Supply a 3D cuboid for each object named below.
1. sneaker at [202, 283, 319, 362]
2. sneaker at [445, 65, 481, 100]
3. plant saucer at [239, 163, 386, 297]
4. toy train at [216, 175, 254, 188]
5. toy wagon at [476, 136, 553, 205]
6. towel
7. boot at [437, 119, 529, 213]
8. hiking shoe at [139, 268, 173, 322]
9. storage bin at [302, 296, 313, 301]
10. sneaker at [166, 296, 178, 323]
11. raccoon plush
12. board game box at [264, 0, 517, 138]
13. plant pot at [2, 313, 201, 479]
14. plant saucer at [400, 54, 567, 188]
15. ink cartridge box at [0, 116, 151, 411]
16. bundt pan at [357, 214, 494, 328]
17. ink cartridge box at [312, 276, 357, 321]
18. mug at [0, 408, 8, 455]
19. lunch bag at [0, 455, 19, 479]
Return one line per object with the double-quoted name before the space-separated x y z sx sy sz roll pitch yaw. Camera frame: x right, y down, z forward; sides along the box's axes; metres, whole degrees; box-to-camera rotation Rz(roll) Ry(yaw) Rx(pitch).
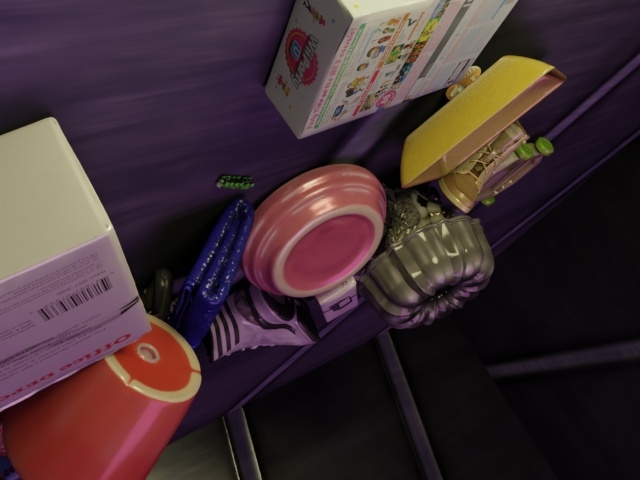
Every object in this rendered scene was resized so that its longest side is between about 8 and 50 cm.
"sneaker" -0.175 0.220 1.836 0.257 0.169 0.447 -25 157 9
"sneaker" 0.267 -0.295 1.282 0.083 0.032 0.037 -41 177 42
"plant saucer" 0.000 0.000 1.388 0.332 0.084 0.332 -22 144 -17
"toy train" -0.140 -0.094 1.142 0.024 0.017 0.083 -28 168 29
"toy wagon" 0.497 -0.185 1.966 0.344 0.068 0.267 -15 157 -44
"towel" -0.215 0.078 1.270 0.308 0.076 0.227 127 -18 -53
"boot" 0.374 -0.182 1.569 0.203 0.095 0.262 -42 -171 29
"hiking shoe" -0.356 0.146 1.321 0.114 0.086 0.227 20 111 -17
"storage bin" 0.001 0.111 1.904 0.135 0.098 0.091 -32 175 -1
"sneaker" -0.335 0.169 1.447 0.235 0.084 0.097 -24 161 -26
"raccoon plush" 0.153 0.023 1.736 0.299 0.216 0.446 1 145 -49
"board game box" 0.100 -0.272 0.910 0.303 0.097 0.224 -24 162 -30
"plant pot" -0.347 0.266 1.162 0.243 0.275 0.275 -49 159 20
"plant saucer" 0.305 -0.242 1.346 0.333 0.081 0.333 -39 173 24
"ink cartridge box" -0.392 0.062 0.864 0.285 0.166 0.395 -26 162 -17
"bundt pan" 0.256 0.092 1.584 0.331 0.124 0.331 -21 151 -12
"ink cartridge box" 0.007 0.083 1.663 0.100 0.172 0.237 -30 164 -5
"mug" -0.653 0.351 1.422 0.113 0.150 0.169 7 153 -3
"lunch bag" -0.655 0.447 1.672 0.221 0.138 0.293 -32 177 -6
